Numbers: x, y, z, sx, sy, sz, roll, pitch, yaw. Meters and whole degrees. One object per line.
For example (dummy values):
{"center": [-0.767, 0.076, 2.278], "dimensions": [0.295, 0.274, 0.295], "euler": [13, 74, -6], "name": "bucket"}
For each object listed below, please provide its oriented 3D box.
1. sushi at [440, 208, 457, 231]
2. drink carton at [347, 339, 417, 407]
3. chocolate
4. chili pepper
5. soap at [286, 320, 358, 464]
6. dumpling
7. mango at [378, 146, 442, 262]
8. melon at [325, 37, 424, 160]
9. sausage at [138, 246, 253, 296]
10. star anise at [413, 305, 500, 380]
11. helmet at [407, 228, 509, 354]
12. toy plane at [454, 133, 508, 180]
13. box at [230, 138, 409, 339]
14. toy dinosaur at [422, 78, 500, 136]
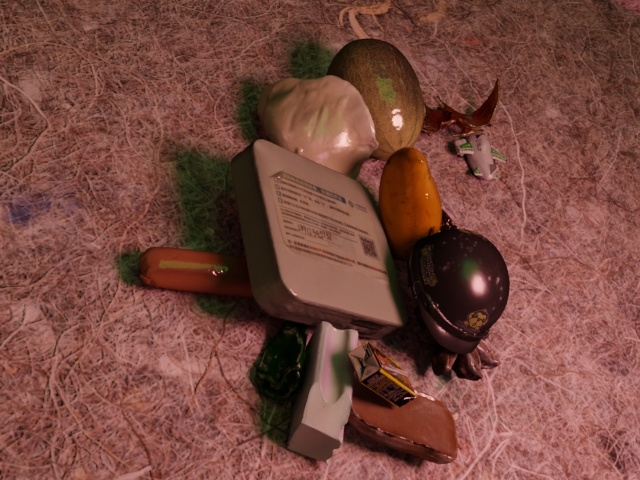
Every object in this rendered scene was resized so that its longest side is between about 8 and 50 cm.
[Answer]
{"center": [0.285, -0.027, 1.777], "dimensions": [0.094, 0.098, 0.084], "euler": [38, 47, 4], "name": "sushi"}
{"center": [0.122, 0.257, 1.364], "dimensions": [0.165, 0.056, 0.071], "euler": [41, 20, -47], "name": "drink carton"}
{"center": [0.150, 0.363, 1.439], "dimensions": [0.261, 0.083, 0.161], "euler": [27, 32, -10], "name": "chocolate"}
{"center": [-0.058, 0.222, 1.421], "dimensions": [0.062, 0.108, 0.216], "euler": [52, 37, -32], "name": "chili pepper"}
{"center": [0.004, 0.292, 1.373], "dimensions": [0.091, 0.145, 0.231], "euler": [17, 46, -6], "name": "soap"}
{"center": [-0.012, -0.279, 1.701], "dimensions": [0.318, 0.243, 0.187], "euler": [44, 32, 2], "name": "dumpling"}
{"center": [0.210, -0.086, 1.662], "dimensions": [0.120, 0.295, 0.177], "euler": [-13, 33, -25], "name": "mango"}
{"center": [0.140, -0.361, 1.841], "dimensions": [0.248, 0.248, 0.330], "euler": [-6, 70, -32], "name": "melon"}
{"center": [-0.222, 0.066, 1.442], "dimensions": [0.288, 0.086, 0.086], "euler": [9, 54, -25], "name": "sausage"}
{"center": [0.288, 0.214, 1.606], "dimensions": [0.236, 0.109, 0.223], "euler": [-16, 74, -55], "name": "star anise"}
{"center": [0.313, 0.088, 1.522], "dimensions": [0.230, 0.160, 0.279], "euler": [28, 43, -32], "name": "helmet"}
{"center": [0.460, -0.243, 2.042], "dimensions": [0.173, 0.080, 0.174], "euler": [15, 49, -18], "name": "toy plane"}
{"center": [0.000, 0.001, 1.531], "dimensions": [0.395, 0.111, 0.397], "euler": [20, 46, -43], "name": "box"}
{"center": [0.370, -0.383, 2.056], "dimensions": [0.327, 0.113, 0.207], "euler": [4, 40, -7], "name": "toy dinosaur"}
